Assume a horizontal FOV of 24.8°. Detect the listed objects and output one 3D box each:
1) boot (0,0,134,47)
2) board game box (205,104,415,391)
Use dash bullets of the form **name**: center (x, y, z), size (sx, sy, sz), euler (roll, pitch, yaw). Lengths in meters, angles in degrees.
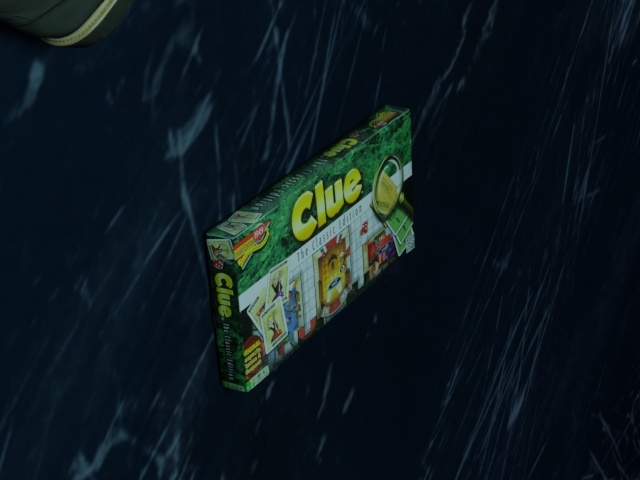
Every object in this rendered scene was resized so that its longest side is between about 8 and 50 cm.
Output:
- **boot**: center (-0.124, -0.192, 0.770), size (0.198, 0.077, 0.137), euler (-61, 160, 14)
- **board game box**: center (0.000, 0.000, 1.166), size (0.260, 0.030, 0.136), euler (-39, 131, -46)
